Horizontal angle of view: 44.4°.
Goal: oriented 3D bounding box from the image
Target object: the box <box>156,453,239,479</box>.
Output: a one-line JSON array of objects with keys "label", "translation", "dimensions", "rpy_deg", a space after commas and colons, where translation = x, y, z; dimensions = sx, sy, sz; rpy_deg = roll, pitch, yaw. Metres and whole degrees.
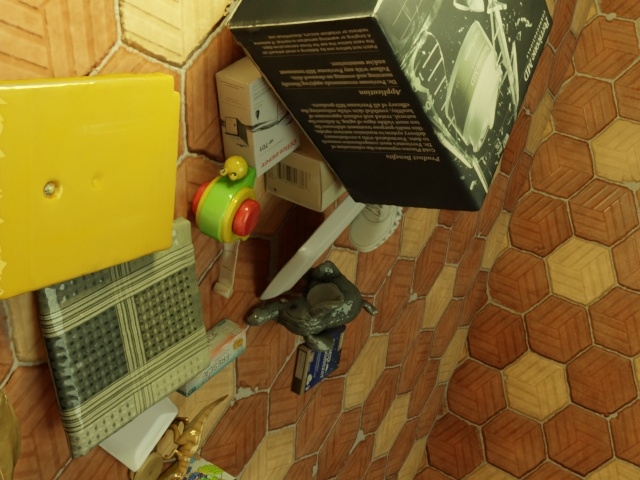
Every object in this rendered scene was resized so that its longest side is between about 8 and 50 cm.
[{"label": "box", "translation": [-0.223, 0.652, 1.640], "dimensions": [0.177, 0.279, 0.290], "rpy_deg": [-37, 141, -45]}]

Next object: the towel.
[{"label": "towel", "translation": [-0.319, 0.150, 1.311], "dimensions": [0.324, 0.056, 0.312], "rpy_deg": [-31, 123, -48]}]

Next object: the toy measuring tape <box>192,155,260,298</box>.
[{"label": "toy measuring tape", "translation": [-0.181, -0.005, 1.425], "dimensions": [0.121, 0.121, 0.330], "rpy_deg": [-35, 148, -47]}]

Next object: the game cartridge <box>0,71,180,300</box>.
[{"label": "game cartridge", "translation": [-0.332, -0.090, 1.111], "dimensions": [0.323, 0.052, 0.286], "rpy_deg": [-21, 124, -54]}]

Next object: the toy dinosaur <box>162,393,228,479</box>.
[{"label": "toy dinosaur", "translation": [-0.258, 0.384, 1.559], "dimensions": [0.212, 0.112, 0.064], "rpy_deg": [-65, 152, -6]}]

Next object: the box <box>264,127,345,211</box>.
[{"label": "box", "translation": [0.031, -0.200, 1.620], "dimensions": [0.311, 0.147, 0.121], "rpy_deg": [-44, 144, -41]}]

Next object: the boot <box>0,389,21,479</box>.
[{"label": "boot", "translation": [-0.482, 0.237, 1.092], "dimensions": [0.115, 0.112, 0.306], "rpy_deg": [-82, 175, -64]}]

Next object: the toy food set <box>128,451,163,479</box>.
[{"label": "toy food set", "translation": [-0.345, 0.458, 1.557], "dimensions": [0.083, 0.020, 0.083], "rpy_deg": [-40, 142, -43]}]

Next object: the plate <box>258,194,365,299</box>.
[{"label": "plate", "translation": [0.000, 0.000, 1.670], "dimensions": [0.277, 0.045, 0.278], "rpy_deg": [-49, -179, -33]}]

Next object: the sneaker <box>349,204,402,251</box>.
[{"label": "sneaker", "translation": [0.141, -0.107, 1.695], "dimensions": [0.292, 0.110, 0.118], "rpy_deg": [-60, 162, 12]}]

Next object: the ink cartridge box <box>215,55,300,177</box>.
[{"label": "ink cartridge box", "translation": [-0.109, -0.232, 1.409], "dimensions": [0.139, 0.082, 0.191], "rpy_deg": [-43, 143, -39]}]

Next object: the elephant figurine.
[{"label": "elephant figurine", "translation": [-0.017, 0.166, 1.756], "dimensions": [0.169, 0.186, 0.239], "rpy_deg": [63, 31, -13]}]

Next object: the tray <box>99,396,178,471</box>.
[{"label": "tray", "translation": [-0.355, 0.312, 1.420], "dimensions": [0.145, 0.030, 0.270], "rpy_deg": [-56, 151, -23]}]

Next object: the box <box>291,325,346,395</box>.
[{"label": "box", "translation": [0.007, 0.303, 2.074], "dimensions": [0.225, 0.036, 0.137], "rpy_deg": [-28, 133, -54]}]

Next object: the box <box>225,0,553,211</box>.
[{"label": "box", "translation": [0.157, -0.382, 1.385], "dimensions": [0.472, 0.297, 0.480], "rpy_deg": [51, 56, -46]}]

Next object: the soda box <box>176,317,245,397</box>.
[{"label": "soda box", "translation": [-0.226, 0.231, 1.563], "dimensions": [0.183, 0.058, 0.063], "rpy_deg": [-35, 139, -46]}]
